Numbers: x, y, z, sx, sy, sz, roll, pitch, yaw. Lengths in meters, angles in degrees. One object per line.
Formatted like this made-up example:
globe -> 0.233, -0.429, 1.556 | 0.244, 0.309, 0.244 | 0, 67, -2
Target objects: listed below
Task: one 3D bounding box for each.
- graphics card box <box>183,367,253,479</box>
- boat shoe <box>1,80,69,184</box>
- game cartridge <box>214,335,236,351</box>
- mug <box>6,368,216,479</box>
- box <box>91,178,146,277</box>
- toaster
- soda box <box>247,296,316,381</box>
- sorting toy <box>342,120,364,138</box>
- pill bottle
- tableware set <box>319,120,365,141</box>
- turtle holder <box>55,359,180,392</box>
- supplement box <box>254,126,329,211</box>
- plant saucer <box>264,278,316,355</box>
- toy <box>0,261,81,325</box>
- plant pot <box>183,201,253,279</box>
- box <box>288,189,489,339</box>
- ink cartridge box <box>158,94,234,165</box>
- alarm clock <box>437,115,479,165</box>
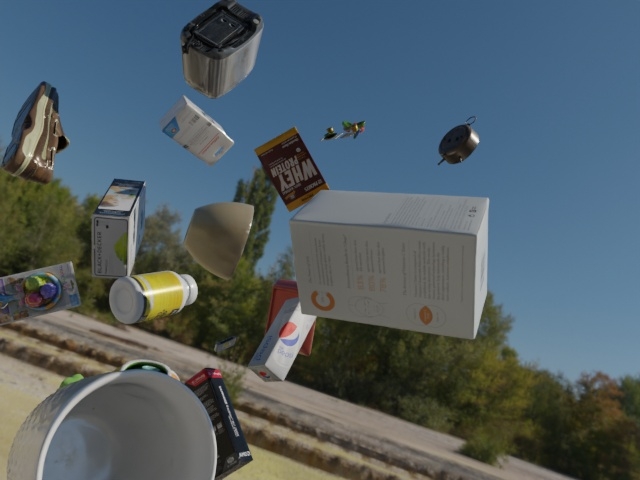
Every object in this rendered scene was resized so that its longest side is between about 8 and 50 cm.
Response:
graphics card box -> -0.419, 0.689, 1.995 | 0.094, 0.233, 0.370 | 29, 28, -58
boat shoe -> -0.559, -0.211, 1.093 | 0.095, 0.257, 0.095 | -29, -43, 29
game cartridge -> -0.351, 0.383, 2.006 | 0.017, 0.083, 0.056 | 55, -36, 23
mug -> -0.351, 0.409, 0.929 | 0.328, 0.276, 0.374 | -21, -73, 46
box -> -0.516, -0.037, 1.402 | 0.087, 0.169, 0.290 | 5, 21, -12
toaster -> -0.229, -0.426, 1.229 | 0.129, 0.227, 0.146 | 31, -33, 7
soda box -> -0.118, 0.322, 1.787 | 0.098, 0.286, 0.091 | -18, -57, 46
sorting toy -> 0.115, -0.391, 1.929 | 0.102, 0.042, 0.061 | -5, 43, -41
pill bottle -> -0.368, 0.122, 1.217 | 0.103, 0.103, 0.184 | 12, 9, 31
tableware set -> 0.071, -0.363, 1.774 | 0.154, 0.104, 0.024 | 2, -55, 49
turtle holder -> -0.526, 0.441, 1.502 | 0.321, 0.227, 0.243 | 22, 26, 14
supplement box -> -0.076, -0.200, 1.541 | 0.194, 0.129, 0.191 | 61, 3, -6
plant saucer -> -0.117, 0.277, 2.013 | 0.048, 0.258, 0.259 | 14, -7, -39
toy -> -0.834, 0.152, 1.565 | 0.238, 0.136, 0.056 | -14, -5, -9
plant pot -> -0.374, -0.021, 1.924 | 0.191, 0.284, 0.284 | 19, -12, -14
box -> 0.137, 0.035, 1.050 | 0.346, 0.214, 0.168 | 5, 28, 22
ink cartridge box -> -0.339, -0.298, 1.493 | 0.180, 0.104, 0.060 | 38, 13, -42
alarm clock -> 0.453, -0.331, 1.761 | 0.064, 0.192, 0.129 | 40, -17, -25
